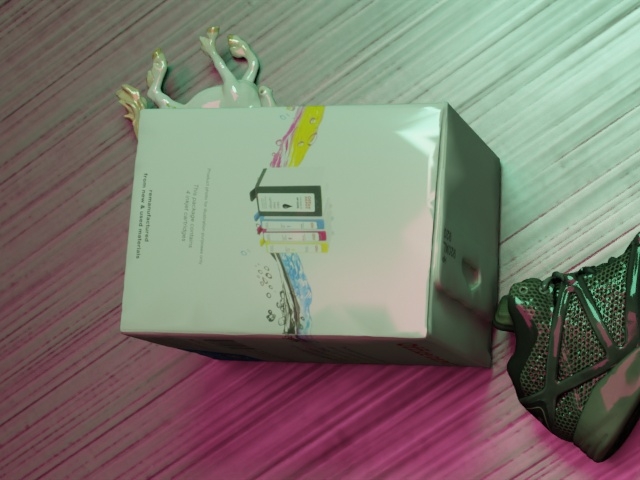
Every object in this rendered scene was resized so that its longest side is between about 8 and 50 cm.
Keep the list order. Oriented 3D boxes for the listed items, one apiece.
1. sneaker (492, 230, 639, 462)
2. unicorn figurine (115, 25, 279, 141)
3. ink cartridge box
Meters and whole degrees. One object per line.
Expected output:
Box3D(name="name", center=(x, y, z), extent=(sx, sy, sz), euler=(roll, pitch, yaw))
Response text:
Box3D(name="sneaker", center=(0.206, 0.029, 1.183), extent=(0.130, 0.087, 0.227), euler=(32, 97, 16))
Box3D(name="unicorn figurine", center=(-0.083, -0.113, 1.341), extent=(0.162, 0.060, 0.111), euler=(-26, 71, 31))
Box3D(name="ink cartridge box", center=(0.000, 0.000, 1.220), extent=(0.233, 0.171, 0.168), euler=(1, 80, 20))
